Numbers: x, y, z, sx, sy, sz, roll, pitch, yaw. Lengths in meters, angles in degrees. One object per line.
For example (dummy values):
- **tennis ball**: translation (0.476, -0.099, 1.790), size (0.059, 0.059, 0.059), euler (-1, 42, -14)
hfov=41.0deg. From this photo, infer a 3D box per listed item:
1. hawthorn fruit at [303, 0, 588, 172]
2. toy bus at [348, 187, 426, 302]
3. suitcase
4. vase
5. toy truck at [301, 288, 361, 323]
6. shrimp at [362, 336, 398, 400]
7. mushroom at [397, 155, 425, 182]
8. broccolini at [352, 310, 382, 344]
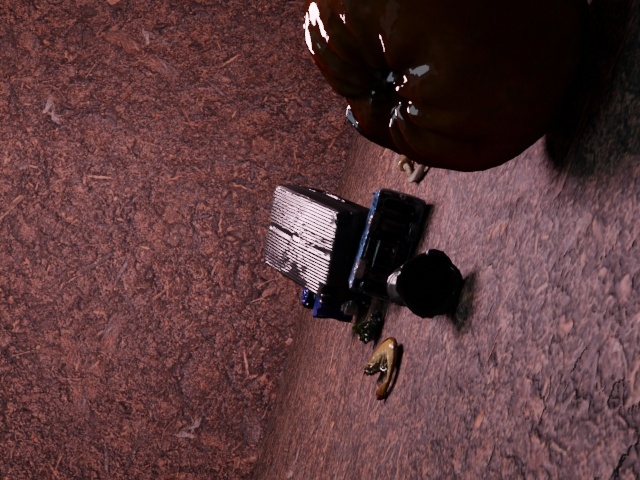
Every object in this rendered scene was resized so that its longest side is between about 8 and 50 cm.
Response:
- **hawthorn fruit**: translation (0.200, -0.305, 1.200), size (0.403, 0.403, 0.403), euler (-162, 90, -84)
- **toy bus**: translation (0.143, 0.004, 1.878), size (0.133, 0.116, 0.234), euler (-93, 19, -83)
- **suitcase**: translation (0.000, 0.000, 2.075), size (0.335, 0.152, 0.229), euler (27, 109, 54)
- **vase**: translation (0.171, 0.080, 1.504), size (0.237, 0.115, 0.115), euler (122, 165, -84)
- **toy truck**: translation (0.047, 0.102, 2.235), size (0.177, 0.161, 0.213), euler (141, 136, -71)
- **shrimp**: translation (0.120, 0.269, 1.716), size (0.178, 0.034, 0.124), euler (124, 157, -54)
- **mushroom**: translation (0.227, -0.174, 2.051), size (0.306, 0.043, 0.068), euler (-138, 41, -82)
- **broccolini**: translation (0.111, 0.212, 2.025), size (0.254, 0.071, 0.057), euler (104, 142, -80)
